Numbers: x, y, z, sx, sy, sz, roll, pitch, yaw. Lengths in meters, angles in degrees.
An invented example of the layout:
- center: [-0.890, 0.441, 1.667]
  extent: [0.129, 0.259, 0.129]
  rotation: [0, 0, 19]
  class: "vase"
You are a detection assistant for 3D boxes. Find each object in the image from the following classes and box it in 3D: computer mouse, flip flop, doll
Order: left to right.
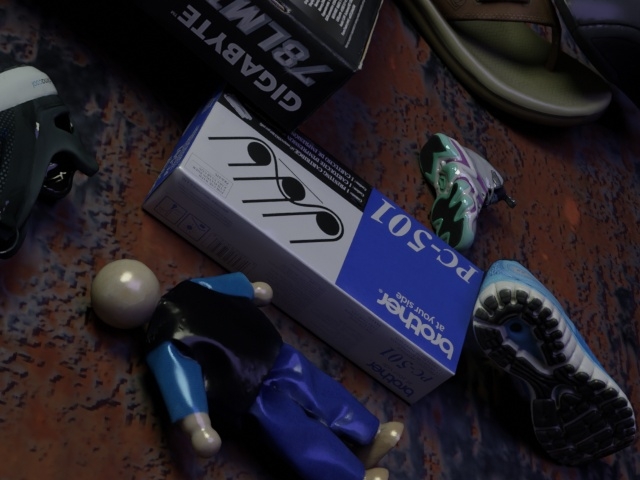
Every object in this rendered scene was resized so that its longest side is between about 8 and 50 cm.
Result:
- center: [-0.043, 0.074, 0.791]
  extent: [0.189, 0.046, 0.129]
  rotation: [39, 39, -11]
  class: "doll"
- center: [0.124, -0.197, 1.143]
  extent: [0.277, 0.080, 0.112]
  rotation: [47, 39, 0]
  class: "flip flop"
- center: [0.258, -0.186, 1.213]
  extent: [0.262, 0.060, 0.184]
  rotation: [35, 35, -47]
  class: "computer mouse"

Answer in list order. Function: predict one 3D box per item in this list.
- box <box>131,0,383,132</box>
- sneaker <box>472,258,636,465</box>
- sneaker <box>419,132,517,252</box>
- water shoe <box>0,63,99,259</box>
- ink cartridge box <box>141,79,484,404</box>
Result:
- center: [-0.080, -0.248, 0.950]
  extent: [0.293, 0.073, 0.295]
  rotation: [38, 33, -15]
  class: "box"
- center: [0.152, 0.074, 0.935]
  extent: [0.162, 0.063, 0.073]
  rotation: [57, 20, -26]
  class: "sneaker"
- center: [0.110, -0.028, 1.022]
  extent: [0.069, 0.038, 0.098]
  rotation: [18, 48, -31]
  class: "sneaker"
- center: [-0.180, -0.021, 0.725]
  extent: [0.080, 0.073, 0.203]
  rotation: [52, 41, -7]
  class: "water shoe"
- center: [0.000, 0.000, 0.892]
  extent: [0.207, 0.046, 0.097]
  rotation: [37, 41, -13]
  class: "ink cartridge box"
